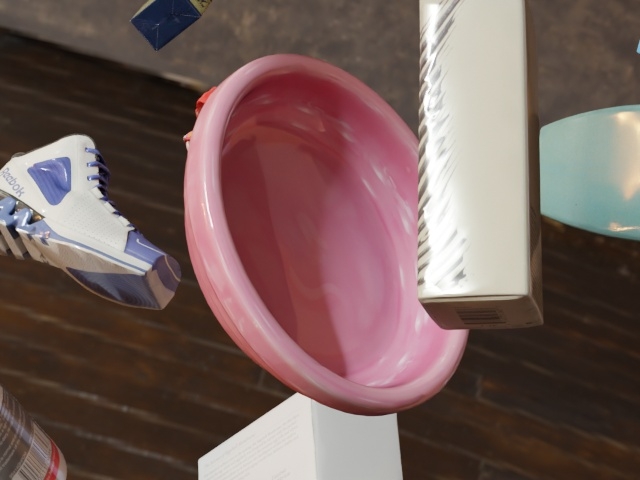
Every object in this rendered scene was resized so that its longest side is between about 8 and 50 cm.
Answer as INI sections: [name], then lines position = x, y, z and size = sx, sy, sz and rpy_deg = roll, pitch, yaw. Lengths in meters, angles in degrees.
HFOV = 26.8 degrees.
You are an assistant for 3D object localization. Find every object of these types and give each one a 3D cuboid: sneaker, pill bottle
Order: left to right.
[pill bottle]
position = -0.455, 0.217, 1.593
size = 0.176, 0.318, 0.176
rpy_deg = -20, 37, 16
[sneaker]
position = -0.313, -0.047, 1.780
size = 0.315, 0.127, 0.182
rpy_deg = 21, 63, 17

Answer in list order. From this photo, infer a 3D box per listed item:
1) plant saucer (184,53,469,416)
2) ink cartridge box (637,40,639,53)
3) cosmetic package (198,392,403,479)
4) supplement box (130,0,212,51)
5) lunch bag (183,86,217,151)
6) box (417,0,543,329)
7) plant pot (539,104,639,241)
[plant saucer]
position = 0.000, 0.000, 1.189
size = 0.332, 0.084, 0.332
rpy_deg = 26, 51, -38
[ink cartridge box]
position = 0.420, -0.285, 1.463
size = 0.104, 0.181, 0.061
rpy_deg = -18, 39, -41
[cosmetic package]
position = -0.022, 0.319, 1.522
size = 0.138, 0.224, 0.224
rpy_deg = 22, 48, -33
[supplement box]
position = -0.202, -0.312, 1.822
size = 0.056, 0.083, 0.083
rpy_deg = 50, 21, -16
[lunch bag]
position = -0.076, -0.092, 1.769
size = 0.120, 0.258, 0.293
rpy_deg = -39, 16, -14
[box]
position = 0.137, -0.068, 1.146
size = 0.094, 0.275, 0.113
rpy_deg = -3, -19, 15
[plant pot]
position = 0.379, -0.074, 1.586
size = 0.234, 0.165, 0.166
rpy_deg = 6, 0, 39
